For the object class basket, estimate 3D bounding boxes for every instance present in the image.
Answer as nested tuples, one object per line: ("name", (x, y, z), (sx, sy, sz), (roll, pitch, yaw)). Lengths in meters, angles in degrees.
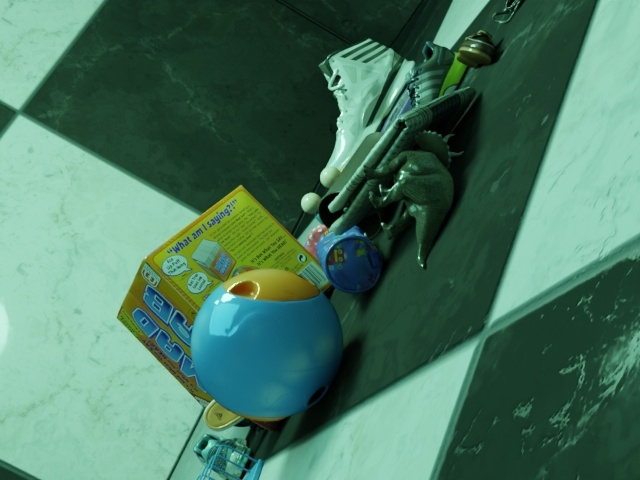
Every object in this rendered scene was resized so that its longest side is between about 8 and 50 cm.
("basket", (0.116, -0.139, 2.096), (0.226, 0.154, 0.204), (-60, 7, -29))

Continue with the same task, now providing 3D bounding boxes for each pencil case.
("pencil case", (0.062, 0.034, 1.880), (0.133, 0.119, 0.306), (-20, 7, -1))

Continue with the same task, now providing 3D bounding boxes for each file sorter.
("file sorter", (-0.214, 0.536, 1.853), (0.170, 0.105, 0.118), (-56, 9, 34))

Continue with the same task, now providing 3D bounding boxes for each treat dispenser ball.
("treat dispenser ball", (-0.100, 0.196, 1.645), (0.288, 0.288, 0.288), (-59, 7, 11))

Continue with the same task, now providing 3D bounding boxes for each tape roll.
("tape roll", (0.233, -0.321, 2.275), (0.189, 0.080, 0.189), (-60, 7, 12))

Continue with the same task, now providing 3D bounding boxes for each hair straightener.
("hair straightener", (0.436, -0.555, 1.876), (0.230, 0.047, 0.089), (-54, 9, 47))

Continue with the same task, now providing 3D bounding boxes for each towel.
("towel", (0.161, -0.170, 1.785), (0.312, 0.056, 0.324), (-32, -19, -50))

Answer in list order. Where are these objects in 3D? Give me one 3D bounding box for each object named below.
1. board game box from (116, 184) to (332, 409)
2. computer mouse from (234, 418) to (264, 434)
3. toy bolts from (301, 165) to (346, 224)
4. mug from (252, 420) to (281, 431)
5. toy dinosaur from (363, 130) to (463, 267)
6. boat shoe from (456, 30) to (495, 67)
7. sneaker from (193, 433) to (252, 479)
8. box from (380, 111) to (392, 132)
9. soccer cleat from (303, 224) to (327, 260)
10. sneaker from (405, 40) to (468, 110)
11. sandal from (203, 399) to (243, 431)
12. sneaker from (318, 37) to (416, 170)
("board game box", (-0.250, 0.153, 2.265), (0.356, 0.356, 0.356), (-41, -6, -36))
("computer mouse", (-0.158, 0.412, 2.169), (0.272, 0.072, 0.188), (-28, 29, 55))
("toy bolts", (0.050, -0.148, 2.452), (0.228, 0.159, 0.218), (-57, 17, 38))
("mug", (-0.111, 0.308, 1.906), (0.169, 0.150, 0.113), (-56, 13, 0))
("toy dinosaur", (0.173, -0.093, 1.541), (0.160, 0.121, 0.313), (-23, 36, 18))
("boat shoe", (0.344, -0.426, 1.905), (0.073, 0.073, 0.207), (-62, 7, 7))
("sneaker", (-0.247, 0.512, 2.123), (0.110, 0.122, 0.283), (-63, 7, -17))
("box", (0.189, -0.288, 2.582), (0.220, 0.051, 0.175), (-55, 8, 38))
("soccer cleat", (0.000, 0.000, 2.677), (0.095, 0.083, 0.248), (-59, 2, -35))
("sneaker", (0.247, -0.349, 2.089), (0.299, 0.121, 0.111), (-63, 7, -24))
("sandal", (-0.158, 0.347, 1.997), (0.265, 0.102, 0.076), (-41, -8, -4))
("sneaker", (0.072, -0.404, 2.617), (0.447, 0.258, 0.169), (-59, 5, -5))
